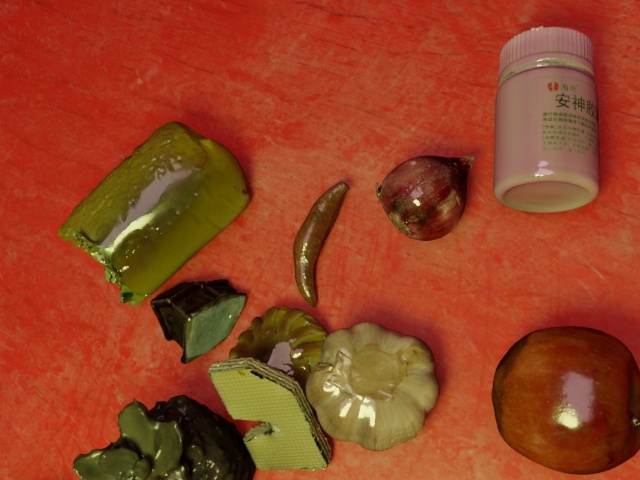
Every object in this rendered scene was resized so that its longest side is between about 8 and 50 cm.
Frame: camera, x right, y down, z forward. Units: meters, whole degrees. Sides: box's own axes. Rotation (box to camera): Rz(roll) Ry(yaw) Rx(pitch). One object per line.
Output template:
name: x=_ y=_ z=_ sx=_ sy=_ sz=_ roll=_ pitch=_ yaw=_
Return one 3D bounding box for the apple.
apple: x=0.378 y=0.243 z=1.051 sx=0.230 sy=0.230 sz=0.230 roll=-6 pitch=70 yaw=17

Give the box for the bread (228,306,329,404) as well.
bread: x=-0.081 y=0.224 z=1.270 sx=0.213 sy=0.105 sz=0.213 roll=-7 pitch=70 yaw=20

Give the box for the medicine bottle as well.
medicine bottle: x=0.401 y=-0.210 z=1.213 sx=0.178 sy=0.178 sz=0.291 roll=0 pitch=71 yaw=19

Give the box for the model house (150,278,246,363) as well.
model house: x=-0.251 y=0.135 z=1.370 sx=0.165 sy=0.106 sz=0.152 roll=-30 pitch=45 yaw=-32

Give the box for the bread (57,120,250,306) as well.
bread: x=-0.337 y=-0.071 z=1.411 sx=0.376 sy=0.208 sz=0.251 roll=-42 pitch=69 yaw=-3

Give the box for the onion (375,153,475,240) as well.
onion: x=0.208 y=-0.092 z=1.257 sx=0.195 sy=0.159 sz=0.159 roll=-39 pitch=64 yaw=-10

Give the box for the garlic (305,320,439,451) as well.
garlic: x=0.090 y=0.252 z=1.171 sx=0.228 sy=0.152 sz=0.228 roll=0 pitch=71 yaw=1

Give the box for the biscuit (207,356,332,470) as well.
biscuit: x=-0.086 y=0.303 z=1.185 sx=0.147 sy=0.250 sz=0.046 roll=-12 pitch=27 yaw=23

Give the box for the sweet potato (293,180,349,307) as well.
sweet potato: x=-0.011 y=0.000 z=1.349 sx=0.078 sy=0.058 sz=0.255 roll=16 pitch=81 yaw=2

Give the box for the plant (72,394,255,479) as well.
plant: x=-0.260 y=0.386 z=1.161 sx=0.215 sy=0.312 sz=0.213 roll=-41 pitch=67 yaw=-1
